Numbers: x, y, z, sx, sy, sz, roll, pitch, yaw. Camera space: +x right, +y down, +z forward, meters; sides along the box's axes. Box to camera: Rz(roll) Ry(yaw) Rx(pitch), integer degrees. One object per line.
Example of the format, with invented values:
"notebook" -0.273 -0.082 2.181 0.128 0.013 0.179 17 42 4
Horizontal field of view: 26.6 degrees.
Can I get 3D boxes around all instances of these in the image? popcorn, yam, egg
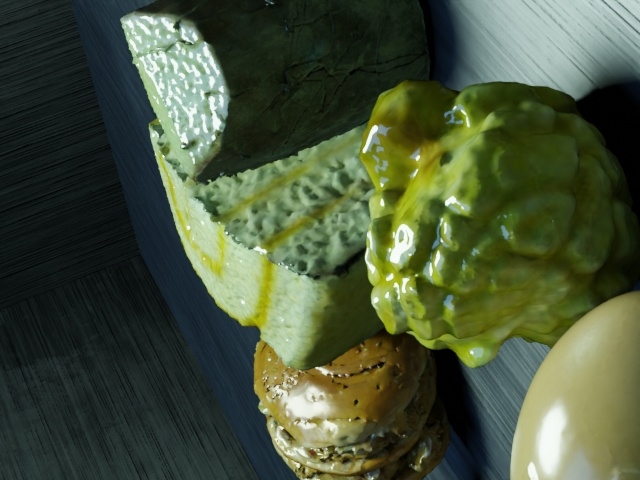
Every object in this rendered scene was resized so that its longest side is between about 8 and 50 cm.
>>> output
"popcorn" 0.127 -0.027 1.034 0.237 0.206 0.251 59 -166 -44
"yam" -0.042 -0.186 1.284 0.202 0.271 0.201 62 166 7
"egg" 0.228 0.151 0.913 0.201 0.201 0.244 -146 48 -67

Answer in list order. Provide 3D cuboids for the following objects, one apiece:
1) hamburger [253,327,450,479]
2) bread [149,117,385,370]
"hamburger" 0.035 0.175 1.660 0.211 0.245 0.260 68 -147 -49
"bread" -0.010 -0.007 1.524 0.395 0.239 0.264 49 160 46
